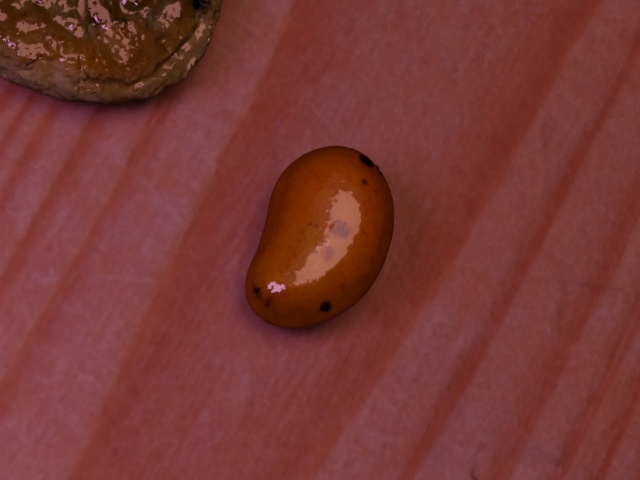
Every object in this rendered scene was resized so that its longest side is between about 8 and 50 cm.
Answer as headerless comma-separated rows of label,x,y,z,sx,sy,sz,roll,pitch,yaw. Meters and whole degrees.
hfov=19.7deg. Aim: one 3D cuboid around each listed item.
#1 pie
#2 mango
pie,-0.218,-0.249,1.654,0.277,0.078,0.277,5,66,-11
mango,0.003,0.000,1.643,0.115,0.090,0.178,19,65,-3
